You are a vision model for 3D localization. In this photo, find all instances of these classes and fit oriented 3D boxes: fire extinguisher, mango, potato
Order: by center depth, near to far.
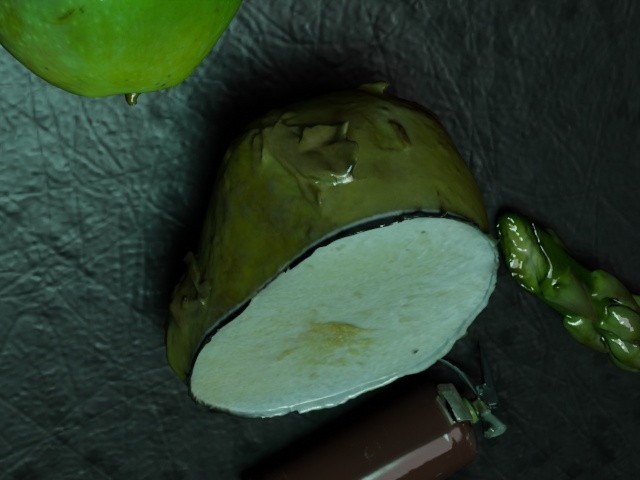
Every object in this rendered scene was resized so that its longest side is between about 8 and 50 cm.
[{"bbox_3d":[-0.136,-0.286,0.856,0.225,0.201,0.382,10,105,-12],"label":"mango"},{"bbox_3d":[0.000,0.000,1.038,0.246,0.196,0.299,16,133,-38],"label":"potato"},{"bbox_3d":[0.061,0.200,1.184,0.269,0.105,0.105,-29,118,-6],"label":"fire extinguisher"}]

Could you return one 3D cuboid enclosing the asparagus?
[{"bbox_3d":[0.272,0.070,1.215,0.287,0.080,0.080,31,98,-28],"label":"asparagus"}]
